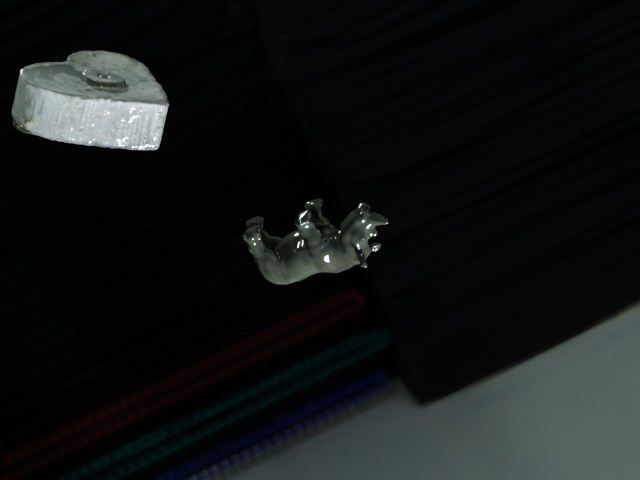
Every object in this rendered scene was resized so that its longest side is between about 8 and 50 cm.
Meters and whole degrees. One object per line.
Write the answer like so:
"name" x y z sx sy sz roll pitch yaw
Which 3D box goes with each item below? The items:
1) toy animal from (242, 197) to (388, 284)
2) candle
"toy animal" 0.000 0.000 1.021 0.065 0.136 0.047 63 -150 -17
"candle" -0.254 -0.160 1.435 0.192 0.169 0.068 -37 -33 -58
